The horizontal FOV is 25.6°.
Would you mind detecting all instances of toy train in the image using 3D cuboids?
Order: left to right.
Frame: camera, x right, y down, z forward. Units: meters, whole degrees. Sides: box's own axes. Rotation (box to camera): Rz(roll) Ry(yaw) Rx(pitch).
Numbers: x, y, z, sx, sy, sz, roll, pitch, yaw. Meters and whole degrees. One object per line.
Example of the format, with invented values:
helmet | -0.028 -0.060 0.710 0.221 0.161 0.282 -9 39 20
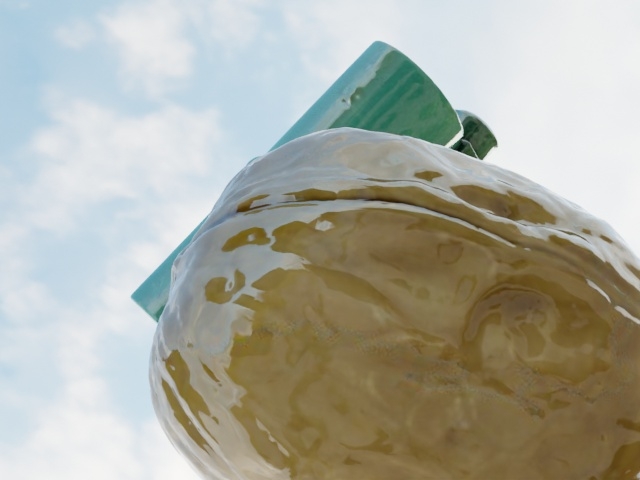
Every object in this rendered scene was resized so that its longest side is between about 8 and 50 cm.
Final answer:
toy train | 0.000 0.000 0.823 0.248 0.101 0.159 -48 -44 -7

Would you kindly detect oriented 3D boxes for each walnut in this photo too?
walnut | 0.037 0.045 0.534 0.197 0.165 0.165 20 -93 -13
